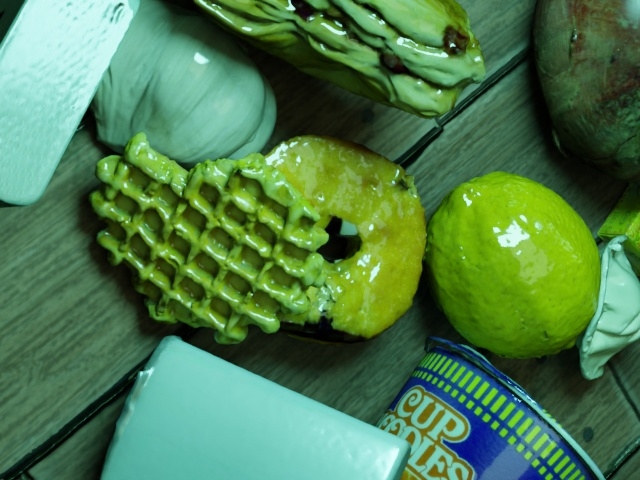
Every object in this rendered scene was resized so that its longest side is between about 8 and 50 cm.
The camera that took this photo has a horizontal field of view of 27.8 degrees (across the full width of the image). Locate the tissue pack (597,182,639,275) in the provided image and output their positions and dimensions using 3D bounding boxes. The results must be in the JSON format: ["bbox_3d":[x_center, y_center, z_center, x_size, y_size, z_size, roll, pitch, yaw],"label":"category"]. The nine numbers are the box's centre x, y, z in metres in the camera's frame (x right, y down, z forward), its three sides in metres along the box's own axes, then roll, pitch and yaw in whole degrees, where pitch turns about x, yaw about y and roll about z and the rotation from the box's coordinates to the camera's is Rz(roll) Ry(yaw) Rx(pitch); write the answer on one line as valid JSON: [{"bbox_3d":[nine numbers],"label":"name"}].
[{"bbox_3d":[0.462,-0.046,1.738,0.095,0.062,0.176,43,73,-22],"label":"tissue pack"}]

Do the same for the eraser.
[{"bbox_3d":[-0.072,0.239,1.357,0.290,0.104,0.189,23,76,14],"label":"eraser"}]

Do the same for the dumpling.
[{"bbox_3d":[0.354,0.095,1.635,0.155,0.111,0.181,-35,107,-58],"label":"dumpling"}]

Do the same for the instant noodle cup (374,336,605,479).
[{"bbox_3d":[0.126,0.315,1.477,0.312,0.284,0.284,-46,111,-11],"label":"instant noodle cup"}]

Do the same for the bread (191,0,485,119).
[{"bbox_3d":[-0.013,-0.286,1.367,0.370,0.314,0.191,37,109,-24],"label":"bread"}]

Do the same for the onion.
[{"bbox_3d":[0.430,-0.234,1.595,0.353,0.353,0.354,-1,92,-28],"label":"onion"}]

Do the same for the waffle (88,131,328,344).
[{"bbox_3d":[-0.115,-0.009,1.349,0.249,0.253,0.056,64,28,-15],"label":"waffle"}]

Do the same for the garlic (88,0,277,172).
[{"bbox_3d":[-0.142,-0.160,1.377,0.229,0.142,0.178,32,78,-26],"label":"garlic"}]

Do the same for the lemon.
[{"bbox_3d":[0.229,0.032,1.541,0.204,0.204,0.260,-45,114,-19],"label":"lemon"}]

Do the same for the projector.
[{"bbox_3d":[-0.299,-0.156,1.261,0.108,0.198,0.251,30,77,-25],"label":"projector"}]

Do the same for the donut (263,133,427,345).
[{"bbox_3d":[0.002,0.000,1.470,0.253,0.118,0.254,-2,94,-30],"label":"donut"}]
